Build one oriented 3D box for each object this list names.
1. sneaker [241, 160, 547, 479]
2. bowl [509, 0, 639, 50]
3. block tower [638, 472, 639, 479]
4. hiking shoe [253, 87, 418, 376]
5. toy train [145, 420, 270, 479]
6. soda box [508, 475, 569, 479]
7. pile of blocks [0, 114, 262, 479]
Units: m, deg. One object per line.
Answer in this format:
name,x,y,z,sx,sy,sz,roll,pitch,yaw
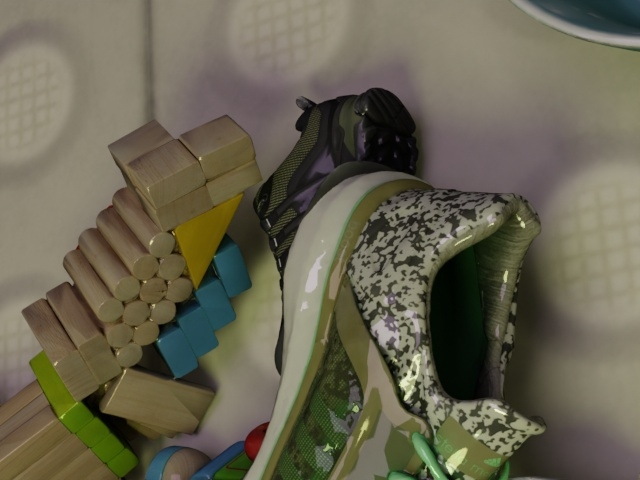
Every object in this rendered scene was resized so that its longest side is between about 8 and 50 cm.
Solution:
sneaker,0.053,0.140,0.873,0.182,0.158,0.410,-9,72,55
bowl,0.254,-0.242,0.894,0.312,0.163,0.311,-8,73,28
block tower,0.356,0.095,0.783,0.335,0.097,0.091,-34,62,20
hiking shoe,0.000,0.000,1.034,0.114,0.086,0.226,3,73,47
toy train,-0.112,0.214,0.947,0.143,0.248,0.105,-2,111,40
soda box,0.136,0.257,0.861,0.069,0.074,0.216,150,129,-70
pile of blocks,-0.152,0.061,1.068,0.362,0.149,0.112,-58,37,10
